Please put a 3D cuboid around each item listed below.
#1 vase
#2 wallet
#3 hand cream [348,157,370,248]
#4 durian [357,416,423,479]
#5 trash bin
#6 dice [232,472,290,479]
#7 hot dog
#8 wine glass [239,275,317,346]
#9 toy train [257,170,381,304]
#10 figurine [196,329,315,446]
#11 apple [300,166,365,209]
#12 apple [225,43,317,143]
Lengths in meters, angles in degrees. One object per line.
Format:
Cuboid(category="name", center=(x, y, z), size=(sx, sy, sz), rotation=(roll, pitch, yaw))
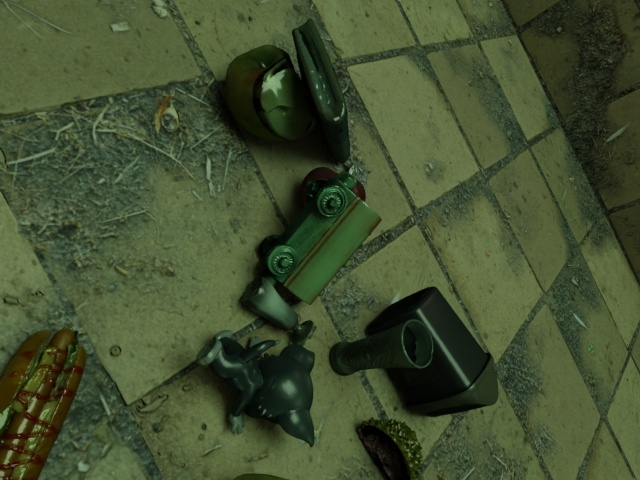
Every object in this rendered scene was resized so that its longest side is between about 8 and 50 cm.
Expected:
Cuboid(category="vase", center=(0.118, 0.232, 1.124), size=(0.096, 0.219, 0.096), rotation=(19, 60, -38))
Cuboid(category="wallet", center=(0.011, -0.330, 1.242), size=(0.360, 0.083, 0.252), rotation=(51, 21, -84))
Cuboid(category="hand cream", center=(0.092, -0.088, 1.368), size=(0.084, 0.050, 0.257), rotation=(28, 51, -37))
Cuboid(category="durian", center=(0.176, 0.438, 1.161), size=(0.108, 0.119, 0.186), rotation=(-32, 94, -42))
Cuboid(category="trash bin", center=(0.264, 0.272, 1.262), size=(0.182, 0.209, 0.290), rotation=(-34, 91, -45))
Cuboid(category="dice", center=(-0.078, 0.483, 0.860), size=(0.169, 0.169, 0.166), rotation=(40, 48, -24))
Cuboid(category="hot dog", center=(-0.397, 0.228, 0.739), size=(0.104, 0.076, 0.250), rotation=(34, 54, -28))
Cuboid(category="wine glass", center=(-0.083, 0.144, 1.078), size=(0.155, 0.072, 0.072), rotation=(44, 47, -21))
Cuboid(category="toy train", center=(0.000, 0.000, 1.116), size=(0.177, 0.116, 0.285), rotation=(40, 89, -23))
Cuboid(category="figurine", center=(-0.106, 0.233, 0.973), size=(0.193, 0.140, 0.265), rotation=(-88, 157, -48))
Cuboid(category="apple", center=(0.025, -0.098, 1.237), size=(0.153, 0.153, 0.120), rotation=(16, 102, -39))
Cuboid(category="apple", center=(-0.111, -0.314, 1.183), size=(0.188, 0.174, 0.207), rotation=(68, 17, -48))
